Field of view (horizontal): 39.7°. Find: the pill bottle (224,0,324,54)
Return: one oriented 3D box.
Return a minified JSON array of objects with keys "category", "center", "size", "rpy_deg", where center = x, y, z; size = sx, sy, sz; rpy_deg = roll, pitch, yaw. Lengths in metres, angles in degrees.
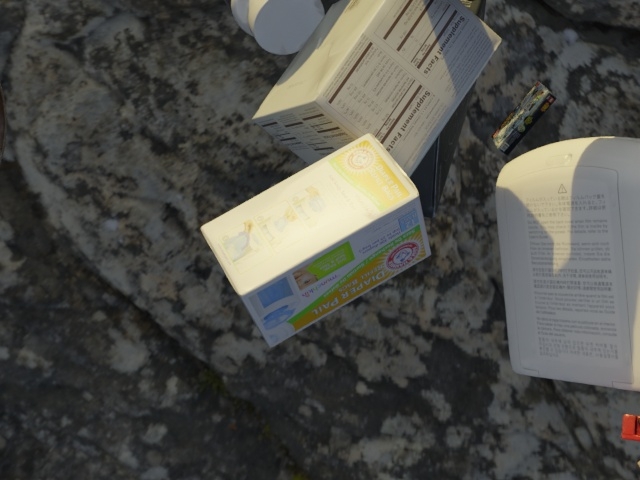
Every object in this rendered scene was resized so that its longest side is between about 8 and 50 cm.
[{"category":"pill bottle","center":[-0.096,-0.444,1.531],"size":[0.153,0.265,0.153],"rpy_deg":[-16,138,-14]}]

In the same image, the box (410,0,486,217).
[{"category":"box","center":[0.183,-0.299,1.786],"size":[0.211,0.396,0.294],"rpy_deg":[13,148,13]}]

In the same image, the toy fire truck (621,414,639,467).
[{"category":"toy fire truck","center":[0.381,0.262,0.989],"size":[0.192,0.047,0.135],"rpy_deg":[3,81,23]}]

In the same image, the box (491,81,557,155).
[{"category":"box","center":[0.377,-0.227,1.648],"size":[0.027,0.094,0.137],"rpy_deg":[36,109,-10]}]

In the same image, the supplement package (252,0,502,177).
[{"category":"supplement package","center":[0.059,-0.196,1.095],"size":[0.145,0.262,0.204],"rpy_deg":[37,81,-18]}]

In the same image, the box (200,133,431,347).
[{"category":"box","center":[0.000,0.000,0.918],"size":[0.203,0.103,0.114],"rpy_deg":[-30,144,-6]}]

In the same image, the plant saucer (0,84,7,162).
[{"category":"plant saucer","center":[-0.575,-0.170,1.224],"size":[0.050,0.310,0.311],"rpy_deg":[4,111,33]}]

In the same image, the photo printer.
[{"category":"photo printer","center":[0.344,0.025,1.115],"size":[0.256,0.107,0.308],"rpy_deg":[-2,97,51]}]
